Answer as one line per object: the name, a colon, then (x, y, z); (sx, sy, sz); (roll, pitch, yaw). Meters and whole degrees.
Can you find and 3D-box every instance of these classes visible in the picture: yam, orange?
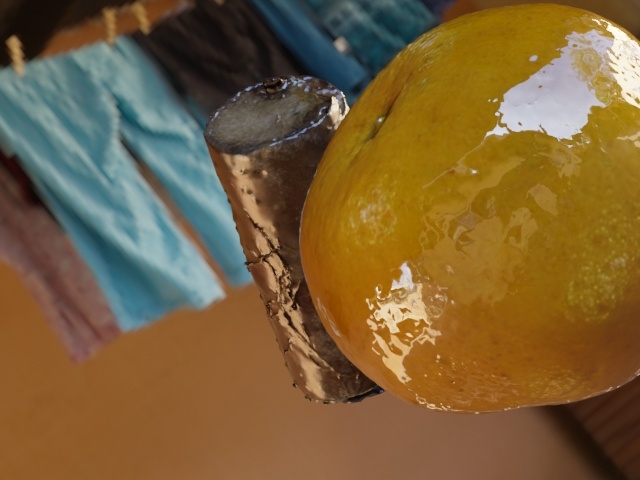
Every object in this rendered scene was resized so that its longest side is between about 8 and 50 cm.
yam: (-0.001, 0.000, 1.292); (0.131, 0.131, 0.280); (-36, -49, -22)
orange: (0.070, -0.007, 0.581); (0.159, 0.136, 0.159); (-47, 21, 24)
